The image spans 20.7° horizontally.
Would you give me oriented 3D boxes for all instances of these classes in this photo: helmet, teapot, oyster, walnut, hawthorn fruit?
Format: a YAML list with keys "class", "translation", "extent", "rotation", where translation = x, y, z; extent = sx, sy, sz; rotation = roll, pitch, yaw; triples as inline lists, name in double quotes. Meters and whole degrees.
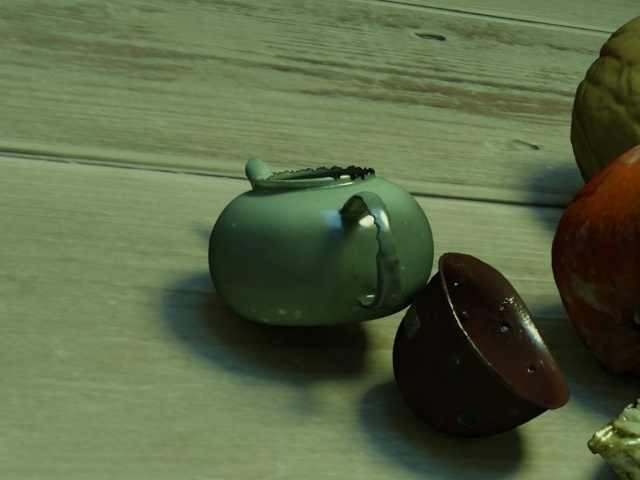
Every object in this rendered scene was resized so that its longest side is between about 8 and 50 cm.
- class: "helmet"
  translation: [0.115, 0.095, 1.444]
  extent: [0.155, 0.106, 0.175]
  rotation: [39, 26, -25]
- class: "teapot"
  translation: [0.000, 0.000, 1.497]
  extent: [0.193, 0.129, 0.294]
  rotation: [-8, 8, -22]
- class: "oyster"
  translation: [0.309, 0.182, 1.456]
  extent: [0.133, 0.072, 0.209]
  rotation: [21, 6, 23]
- class: "walnut"
  translation: [0.411, -0.102, 1.851]
  extent: [0.252, 0.277, 0.313]
  rotation: [-31, 51, -17]
- class: "hawthorn fruit"
  translation: [0.347, 0.004, 1.610]
  extent: [0.242, 0.242, 0.271]
  rotation: [23, 47, 11]
